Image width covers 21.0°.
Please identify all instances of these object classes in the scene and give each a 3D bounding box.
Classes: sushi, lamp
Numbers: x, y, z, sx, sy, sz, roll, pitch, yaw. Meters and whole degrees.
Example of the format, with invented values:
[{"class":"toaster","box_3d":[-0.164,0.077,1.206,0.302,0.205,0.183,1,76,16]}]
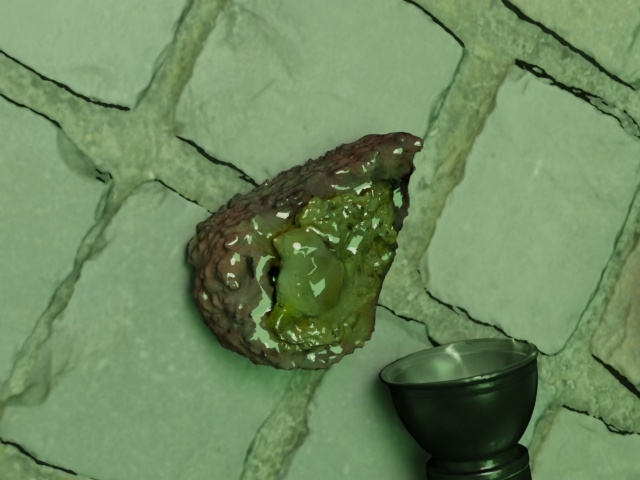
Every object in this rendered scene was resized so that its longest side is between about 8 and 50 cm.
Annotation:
[{"class":"sushi","box_3d":[0.006,0.018,1.541,0.241,0.107,0.161,-31,111,-20]},{"class":"lamp","box_3d":[0.150,0.218,1.592,0.147,0.172,0.227,-15,100,-25]}]
